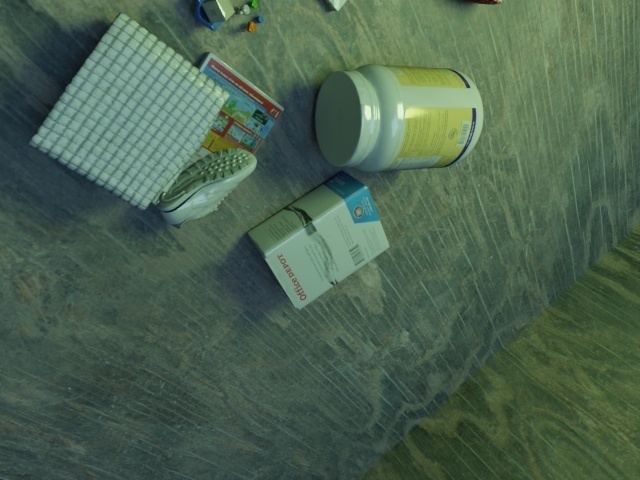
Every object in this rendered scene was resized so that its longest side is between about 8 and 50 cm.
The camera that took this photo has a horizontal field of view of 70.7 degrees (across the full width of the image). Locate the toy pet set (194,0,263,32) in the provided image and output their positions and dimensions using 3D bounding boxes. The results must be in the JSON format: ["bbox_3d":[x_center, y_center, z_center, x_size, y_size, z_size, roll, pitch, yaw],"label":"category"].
[{"bbox_3d":[-0.184,-0.452,0.869,0.114,0.065,0.122,-62,142,-33],"label":"toy pet set"}]

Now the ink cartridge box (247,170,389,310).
[{"bbox_3d":[0.000,0.000,1.186,0.308,0.129,0.223,-34,129,-10],"label":"ink cartridge box"}]

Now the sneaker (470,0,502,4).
[{"bbox_3d":[0.324,-0.632,1.014,0.299,0.121,0.111,17,105,-36],"label":"sneaker"}]

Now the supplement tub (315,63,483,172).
[{"bbox_3d":[0.179,-0.282,1.054,0.332,0.241,0.240,-8,121,-27],"label":"supplement tub"}]

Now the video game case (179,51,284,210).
[{"bbox_3d":[-0.235,-0.224,0.980,0.204,0.025,0.285,29,100,-39],"label":"video game case"}]

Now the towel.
[{"bbox_3d":[-0.342,-0.227,0.837,0.235,0.121,0.283,34,95,-32],"label":"towel"}]

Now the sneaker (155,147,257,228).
[{"bbox_3d":[-0.240,-0.115,0.981,0.235,0.090,0.094,-30,141,-8],"label":"sneaker"}]

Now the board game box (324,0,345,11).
[{"bbox_3d":[0.048,-0.579,0.939,0.103,0.026,0.154,35,96,-40],"label":"board game box"}]
